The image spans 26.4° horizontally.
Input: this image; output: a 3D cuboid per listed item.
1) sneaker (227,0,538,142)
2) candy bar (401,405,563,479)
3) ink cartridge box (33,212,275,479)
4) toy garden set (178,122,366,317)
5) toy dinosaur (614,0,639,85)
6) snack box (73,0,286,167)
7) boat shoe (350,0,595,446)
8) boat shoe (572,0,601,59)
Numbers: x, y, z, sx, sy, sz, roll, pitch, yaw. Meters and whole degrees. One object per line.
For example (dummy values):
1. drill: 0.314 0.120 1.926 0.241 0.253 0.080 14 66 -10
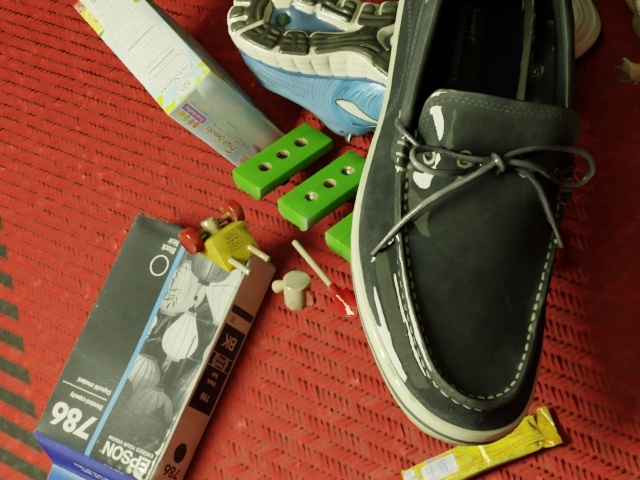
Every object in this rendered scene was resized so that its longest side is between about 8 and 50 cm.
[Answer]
1. sneaker: 0.071 -0.174 1.405 0.330 0.147 0.129 18 68 12
2. candy bar: 0.146 0.202 1.272 0.161 0.018 0.040 -27 57 15
3. ink cartridge box: -0.187 0.147 1.435 0.165 0.065 0.332 17 79 30
4. toy garden set: 0.000 0.000 1.373 0.244 0.049 0.204 35 56 31
5. toy dinosaur: 0.372 -0.223 1.282 0.296 0.127 0.200 35 51 17
6. snack box: -0.152 -0.183 1.483 0.070 0.174 0.207 -46 57 4
7. boat shoe: 0.138 -0.071 1.208 0.187 0.156 0.500 11 72 -15
8. boat shoe: 0.177 -0.287 1.408 0.098 0.096 0.277 -44 57 5
